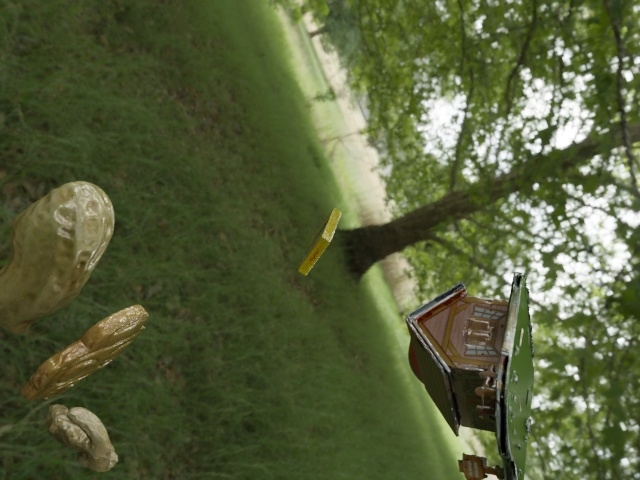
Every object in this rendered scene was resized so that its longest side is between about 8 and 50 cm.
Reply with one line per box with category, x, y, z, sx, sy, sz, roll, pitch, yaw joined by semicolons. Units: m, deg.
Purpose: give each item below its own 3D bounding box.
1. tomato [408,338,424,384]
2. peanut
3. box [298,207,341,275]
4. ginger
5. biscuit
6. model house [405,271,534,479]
tomato;0.306;0.255;1.611;0.232;0.188;0.232;15;90;-87
peanut;-0.582;0.038;1.435;0.192;0.387;0.169;37;14;1
box;0.000;0.000;1.291;0.023;0.087;0.155;36;24;-6
ginger;-0.476;0.387;1.318;0.065;0.258;0.149;-36;101;-39
biscuit;-0.515;0.261;1.489;0.051;0.376;0.269;55;33;8
model house;0.193;0.188;0.891;0.294;0.153;0.207;68;35;-47
